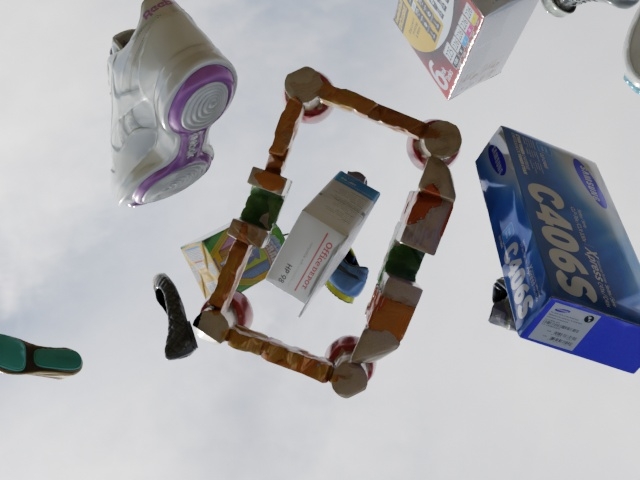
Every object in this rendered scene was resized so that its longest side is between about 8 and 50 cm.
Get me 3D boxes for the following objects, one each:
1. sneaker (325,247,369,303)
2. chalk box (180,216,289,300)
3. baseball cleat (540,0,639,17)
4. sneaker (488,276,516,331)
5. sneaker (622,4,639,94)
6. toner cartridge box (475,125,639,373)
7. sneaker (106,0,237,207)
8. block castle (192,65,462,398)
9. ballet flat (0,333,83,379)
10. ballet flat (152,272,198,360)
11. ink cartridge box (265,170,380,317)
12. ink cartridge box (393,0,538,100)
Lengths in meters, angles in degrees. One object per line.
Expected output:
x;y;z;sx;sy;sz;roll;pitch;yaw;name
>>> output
0.020;0.025;1.510;0.069;0.082;0.209;17;-160;-40;sneaker
-0.151;0.019;1.737;0.213;0.132;0.132;-30;-173;-30;chalk box
0.369;-0.345;1.175;0.072;0.109;0.205;5;-142;-17;baseball cleat
0.404;0.092;1.674;0.121;0.111;0.300;9;-158;15;sneaker
0.285;-0.196;0.571;0.087;0.228;0.092;47;-156;25;sneaker
0.309;-0.002;1.087;0.165;0.075;0.347;19;-143;-16;toner cartridge box
-0.188;-0.152;0.982;0.114;0.305;0.152;-22;-108;-36;sneaker
0.017;-0.013;1.296;0.303;0.213;0.453;21;-87;2;block castle
-0.578;0.236;1.645;0.232;0.073;0.080;21;-131;-39;ballet flat
-0.220;0.104;1.225;0.049;0.057;0.173;-19;-140;-12;ballet flat
0.000;0.000;0.968;0.060;0.104;0.180;32;-152;4;ink cartridge box
0.231;-0.443;1.491;0.130;0.309;0.271;-29;-103;-10;ink cartridge box
